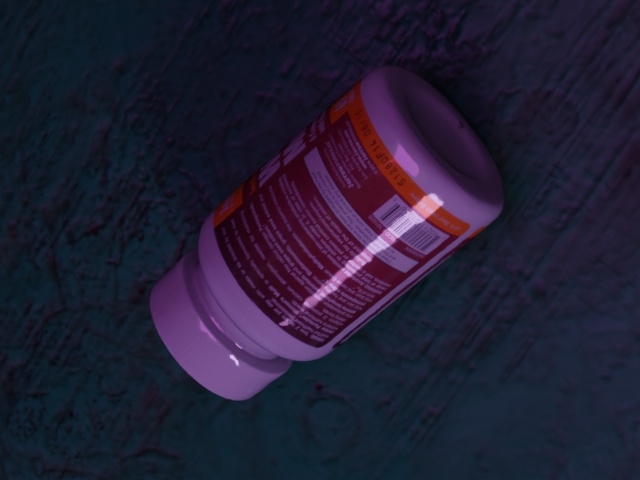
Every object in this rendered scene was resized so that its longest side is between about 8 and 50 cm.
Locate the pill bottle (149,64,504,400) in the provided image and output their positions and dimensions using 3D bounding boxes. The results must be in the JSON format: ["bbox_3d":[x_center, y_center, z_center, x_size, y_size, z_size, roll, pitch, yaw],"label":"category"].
[{"bbox_3d":[0.000,0.000,1.076,0.221,0.121,0.121,-40,80,23],"label":"pill bottle"}]
